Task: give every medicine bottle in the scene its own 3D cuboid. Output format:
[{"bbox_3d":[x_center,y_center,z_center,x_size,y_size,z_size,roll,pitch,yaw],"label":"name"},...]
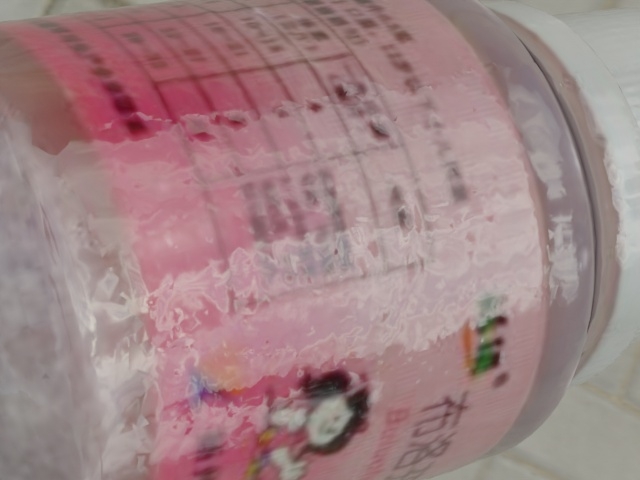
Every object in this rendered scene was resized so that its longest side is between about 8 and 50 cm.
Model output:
[{"bbox_3d":[0.000,0.000,0.482,0.247,0.147,0.147,-12,97,-32],"label":"medicine bottle"}]
